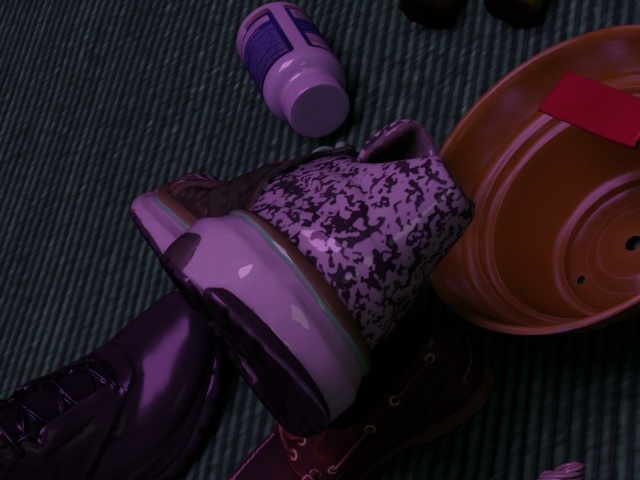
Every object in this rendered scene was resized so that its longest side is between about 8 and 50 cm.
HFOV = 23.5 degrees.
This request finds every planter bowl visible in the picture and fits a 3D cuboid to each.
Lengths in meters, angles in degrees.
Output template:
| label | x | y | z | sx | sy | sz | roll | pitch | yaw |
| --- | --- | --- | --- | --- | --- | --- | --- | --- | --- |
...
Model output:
| label | x | y | z | sx | sy | sz | roll | pitch | yaw |
| --- | --- | --- | --- | --- | --- | --- | --- | --- | --- |
| planter bowl | 0.173 | -0.017 | 0.929 | 0.217 | 0.090 | 0.217 | -23 | 45 | 26 |

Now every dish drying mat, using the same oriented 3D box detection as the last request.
| label | x | y | z | sx | sy | sz | roll | pitch | yaw |
| --- | --- | --- | --- | --- | --- | --- | --- | --- | --- |
| dish drying mat | 0.166 | -0.077 | 0.907 | 0.032 | 0.008 | 0.083 | -52 | 39 | -6 |

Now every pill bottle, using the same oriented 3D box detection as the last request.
| label | x | y | z | sx | sy | sz | roll | pitch | yaw |
| --- | --- | --- | --- | --- | --- | --- | --- | --- | --- |
| pill bottle | -0.019 | -0.132 | 1.209 | 0.067 | 0.067 | 0.120 | -39 | 40 | 10 |

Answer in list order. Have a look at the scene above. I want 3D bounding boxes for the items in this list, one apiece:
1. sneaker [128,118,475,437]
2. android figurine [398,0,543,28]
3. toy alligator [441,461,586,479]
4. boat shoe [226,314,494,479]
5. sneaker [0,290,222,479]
| label | x | y | z | sx | sy | sz | roll | pitch | yaw |
| --- | --- | --- | --- | --- | --- | --- | --- | --- | --- |
| sneaker | 0.000 | 0.000 | 0.973 | 0.182 | 0.158 | 0.410 | -36 | 14 | -5 |
| android figurine | 0.160 | -0.287 | 1.187 | 0.248 | 0.056 | 0.273 | 8 | 66 | 45 |
| toy alligator | 0.074 | 0.171 | 0.900 | 0.190 | 0.056 | 0.051 | -16 | 91 | 30 |
| boat shoe | 0.009 | 0.118 | 0.980 | 0.207 | 0.073 | 0.073 | -39 | 42 | 12 |
| sneaker | -0.184 | 0.144 | 1.085 | 0.286 | 0.130 | 0.109 | -51 | 38 | -6 |
